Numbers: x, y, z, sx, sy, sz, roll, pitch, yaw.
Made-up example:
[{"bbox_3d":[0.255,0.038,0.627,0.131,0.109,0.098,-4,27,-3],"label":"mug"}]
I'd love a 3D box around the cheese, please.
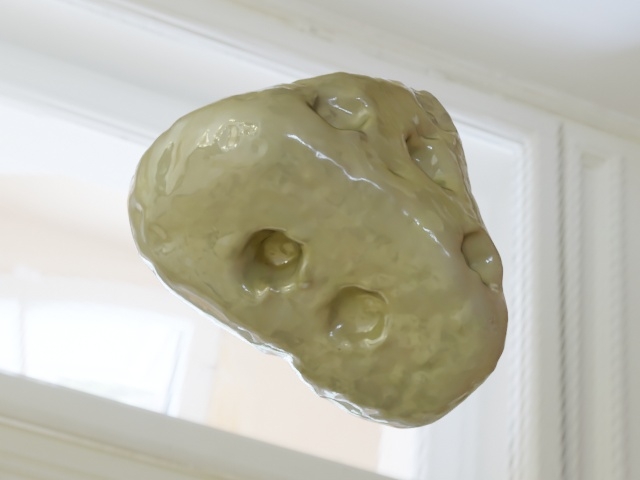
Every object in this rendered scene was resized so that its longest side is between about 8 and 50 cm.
[{"bbox_3d":[0.001,-0.001,0.931,0.173,0.248,0.251,-50,44,35],"label":"cheese"}]
